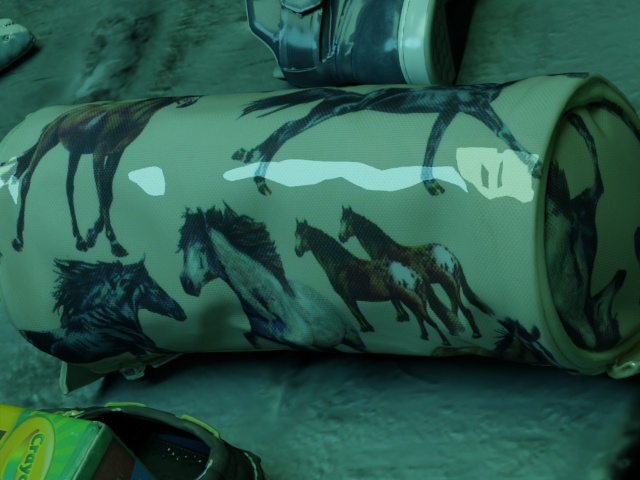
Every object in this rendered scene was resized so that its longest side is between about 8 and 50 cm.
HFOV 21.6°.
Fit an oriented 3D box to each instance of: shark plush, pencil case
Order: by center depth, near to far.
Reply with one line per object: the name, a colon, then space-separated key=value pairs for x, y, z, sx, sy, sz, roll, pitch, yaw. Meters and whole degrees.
pencil case: x=0.000 y=0.000 z=0.997 sx=0.410 sy=0.183 sz=0.160 roll=-1 pitch=22 yaw=31
shark plush: x=-0.313 y=-0.130 z=1.399 sx=0.067 sy=0.073 sz=0.161 roll=38 pitch=69 yaw=16

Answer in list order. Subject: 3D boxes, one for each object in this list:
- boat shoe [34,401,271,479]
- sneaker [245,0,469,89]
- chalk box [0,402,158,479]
boat shoe: x=-0.130 y=0.132 z=1.018 sx=0.228 sy=0.068 sz=0.081 roll=5 pitch=54 yaw=35
sneaker: x=0.034 y=-0.201 z=1.217 sx=0.163 sy=0.086 sz=0.226 roll=-1 pitch=52 yaw=28
chalk box: x=-0.169 y=0.202 z=0.892 sx=0.289 sy=0.179 sz=0.180 roll=4 pitch=54 yaw=35
